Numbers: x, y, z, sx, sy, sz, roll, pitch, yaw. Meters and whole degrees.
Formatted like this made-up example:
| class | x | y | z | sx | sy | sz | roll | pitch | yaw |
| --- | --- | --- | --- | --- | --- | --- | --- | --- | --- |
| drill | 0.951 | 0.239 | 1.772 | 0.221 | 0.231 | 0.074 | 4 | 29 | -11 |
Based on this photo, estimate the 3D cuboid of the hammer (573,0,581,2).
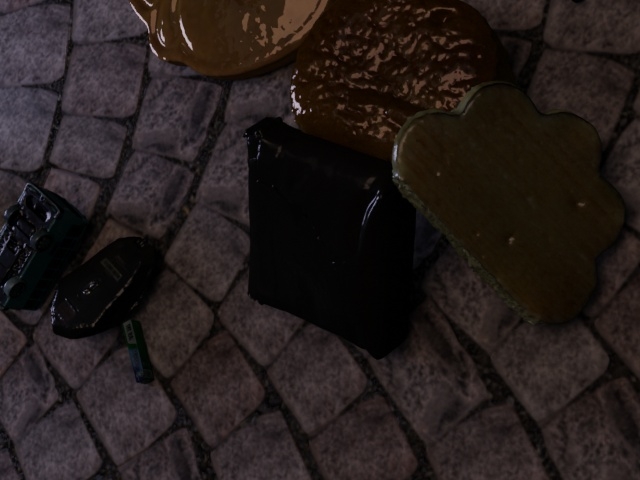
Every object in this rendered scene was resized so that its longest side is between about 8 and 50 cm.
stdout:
| class | x | y | z | sx | sy | sz | roll | pitch | yaw |
| --- | --- | --- | --- | --- | --- | --- | --- | --- | --- |
| hammer | 0.379 | -0.437 | 1.655 | 0.365 | 0.043 | 0.111 | -46 | 60 | 10 |

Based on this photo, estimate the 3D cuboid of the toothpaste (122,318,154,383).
| class | x | y | z | sx | sy | sz | roll | pitch | yaw |
| --- | --- | --- | --- | --- | --- | --- | --- | --- | --- |
| toothpaste | -0.234 | 0.143 | 1.863 | 0.017 | 0.020 | 0.083 | -27 | 67 | 25 |

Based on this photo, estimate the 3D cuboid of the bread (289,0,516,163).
| class | x | y | z | sx | sy | sz | roll | pitch | yaw |
| --- | --- | --- | --- | --- | --- | --- | --- | --- | --- |
| bread | 0.096 | -0.173 | 1.688 | 0.253 | 0.142 | 0.227 | 26 | 84 | 32 |

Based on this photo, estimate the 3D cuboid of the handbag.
| class | x | y | z | sx | sy | sz | roll | pitch | yaw |
| --- | --- | --- | --- | --- | --- | --- | --- | --- | --- |
| handbag | 0.000 | 0.000 | 1.672 | 0.223 | 0.080 | 0.247 | 21 | 125 | 30 |

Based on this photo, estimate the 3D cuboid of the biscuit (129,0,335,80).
| class | x | y | z | sx | sy | sz | roll | pitch | yaw |
| --- | --- | --- | --- | --- | --- | --- | --- | --- | --- |
| biscuit | -0.115 | -0.370 | 1.895 | 0.312 | 0.057 | 0.351 | -35 | 65 | 16 |

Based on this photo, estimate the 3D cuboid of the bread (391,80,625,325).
| class | x | y | z | sx | sy | sz | roll | pitch | yaw |
| --- | --- | --- | --- | --- | --- | --- | --- | --- | --- |
| bread | 0.219 | -0.054 | 1.575 | 0.207 | 0.056 | 0.286 | -41 | 102 | -5 |

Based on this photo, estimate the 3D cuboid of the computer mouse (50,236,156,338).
| class | x | y | z | sx | sy | sz | roll | pitch | yaw |
| --- | --- | --- | --- | --- | --- | --- | --- | --- | --- |
| computer mouse | -0.276 | 0.066 | 1.885 | 0.172 | 0.057 | 0.099 | -43 | 51 | -3 |

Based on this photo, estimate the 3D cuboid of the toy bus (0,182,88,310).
| class | x | y | z | sx | sy | sz | roll | pitch | yaw |
| --- | --- | --- | --- | --- | --- | --- | --- | --- | --- |
| toy bus | -0.381 | 0.010 | 1.932 | 0.079 | 0.091 | 0.160 | 38 | 104 | 28 |
